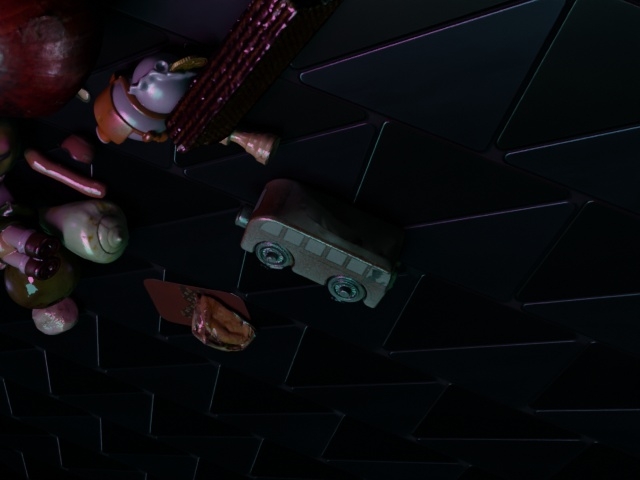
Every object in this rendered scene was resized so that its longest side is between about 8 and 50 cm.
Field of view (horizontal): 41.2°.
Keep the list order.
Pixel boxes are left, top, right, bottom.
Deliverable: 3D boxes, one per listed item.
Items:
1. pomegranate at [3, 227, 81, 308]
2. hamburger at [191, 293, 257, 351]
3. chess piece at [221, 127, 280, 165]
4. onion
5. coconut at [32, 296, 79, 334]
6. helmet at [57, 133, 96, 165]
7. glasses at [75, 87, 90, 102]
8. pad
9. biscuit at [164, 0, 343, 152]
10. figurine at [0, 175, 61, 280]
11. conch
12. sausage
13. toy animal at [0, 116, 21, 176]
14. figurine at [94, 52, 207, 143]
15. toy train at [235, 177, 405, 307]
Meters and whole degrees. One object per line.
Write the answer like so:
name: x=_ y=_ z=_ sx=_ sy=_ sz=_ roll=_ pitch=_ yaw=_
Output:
pomegranate: x=-0.655 y=0.056 z=1.993 sx=0.179 sy=0.179 sz=0.210 roll=-2 pitch=107 yaw=30
hamburger: x=-0.245 y=0.212 z=2.005 sx=0.176 sy=0.102 sz=0.087 roll=39 pitch=153 yaw=-22
chess piece: x=-0.158 y=-0.190 z=1.491 sx=0.172 sy=0.060 sz=0.060 roll=25 pitch=144 yaw=4
onion: x=-0.481 y=-0.352 z=1.266 sx=0.341 sy=0.341 sz=0.341 roll=15 pitch=143 yaw=11
coconut: x=-0.698 y=0.191 z=2.224 sx=0.124 sy=0.110 sz=0.110 roll=-17 pitch=128 yaw=33
helmet: x=-0.473 y=-0.186 z=1.671 sx=0.084 sy=0.049 sz=0.065 roll=34 pitch=-174 yaw=30
glasses: x=-0.505 y=-0.253 z=1.499 sx=0.207 sy=0.239 sz=0.102 roll=19 pitch=101 yaw=-4
pad: x=-0.291 y=0.163 z=2.054 sx=0.267 sy=0.004 sz=0.181 roll=8 pitch=142 yaw=19
biscuit: x=-0.115 y=-0.264 z=1.297 sx=0.073 sy=0.107 sz=0.388 roll=56 pitch=137 yaw=6
figurine: x=-0.707 y=-0.037 z=1.833 sx=0.370 sy=0.167 sz=0.281 roll=29 pitch=126 yaw=25
conch: x=-0.505 y=-0.019 z=1.844 sx=0.251 sy=0.144 sz=0.137 roll=-2 pitch=96 yaw=49
sausage: x=-0.530 y=-0.138 z=1.771 sx=0.186 sy=0.043 sz=0.043 roll=27 pitch=144 yaw=-5
toy animal: x=-0.694 y=-0.247 z=1.601 sx=0.191 sy=0.216 sz=0.338 roll=44 pitch=161 yaw=31
figurine: x=-0.284 y=-0.236 z=1.435 sx=0.271 sy=0.143 sz=0.143 roll=-12 pitch=132 yaw=40
toy train: x=0.000 y=0.000 z=1.588 sx=0.326 sy=0.129 sz=0.159 roll=25 pitch=139 yaw=-2
